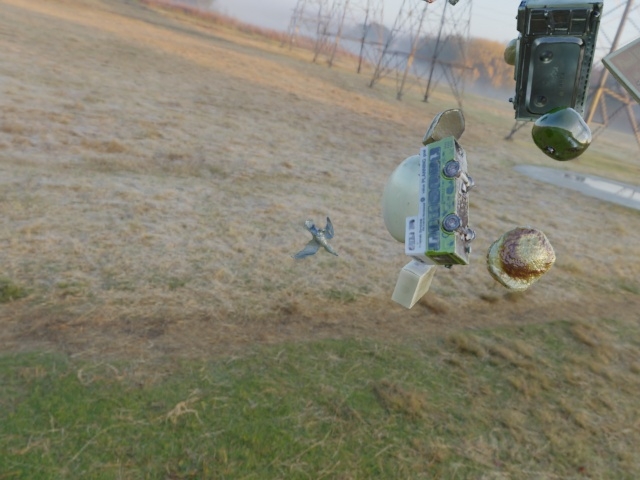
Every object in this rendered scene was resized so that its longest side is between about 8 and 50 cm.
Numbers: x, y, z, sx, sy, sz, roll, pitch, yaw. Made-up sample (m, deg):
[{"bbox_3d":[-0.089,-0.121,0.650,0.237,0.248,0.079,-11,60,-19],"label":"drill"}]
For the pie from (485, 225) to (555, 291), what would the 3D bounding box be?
[{"bbox_3d":[0.618,0.054,1.615,0.179,0.205,0.084,51,6,9],"label":"pie"}]

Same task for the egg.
[{"bbox_3d":[0.360,-0.145,1.878,0.283,0.345,0.283,26,19,-10],"label":"egg"}]

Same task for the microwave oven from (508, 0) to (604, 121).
[{"bbox_3d":[0.779,-0.639,1.735,0.247,0.394,0.333,11,45,24],"label":"microwave oven"}]

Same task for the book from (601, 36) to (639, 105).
[{"bbox_3d":[0.917,-0.487,1.442,0.242,0.018,0.170,-30,76,-13],"label":"book"}]

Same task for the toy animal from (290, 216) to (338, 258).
[{"bbox_3d":[0.000,0.000,1.846,0.219,0.095,0.155,-41,54,-21],"label":"toy animal"}]

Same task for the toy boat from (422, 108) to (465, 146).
[{"bbox_3d":[0.466,-0.411,1.918,0.116,0.188,0.061,32,-14,-7],"label":"toy boat"}]

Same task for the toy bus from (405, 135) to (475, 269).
[{"bbox_3d":[0.289,-0.089,1.254,0.139,0.301,0.113,-8,-25,34],"label":"toy bus"}]

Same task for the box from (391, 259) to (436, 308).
[{"bbox_3d":[0.406,0.167,2.232,0.095,0.168,0.212,29,31,23],"label":"box"}]

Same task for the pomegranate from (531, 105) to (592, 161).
[{"bbox_3d":[0.664,-0.301,1.453,0.152,0.131,0.191,46,26,-10],"label":"pomegranate"}]

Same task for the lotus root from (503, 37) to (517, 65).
[{"bbox_3d":[0.773,-0.747,2.083,0.077,0.090,0.183,3,7,11],"label":"lotus root"}]

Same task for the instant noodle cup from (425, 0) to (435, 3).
[{"bbox_3d":[0.283,-0.889,1.747,0.212,0.193,0.193,15,16,42],"label":"instant noodle cup"}]

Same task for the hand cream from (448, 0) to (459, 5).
[{"bbox_3d":[0.560,-0.969,1.807,0.124,0.340,0.078,20,23,-48],"label":"hand cream"}]
